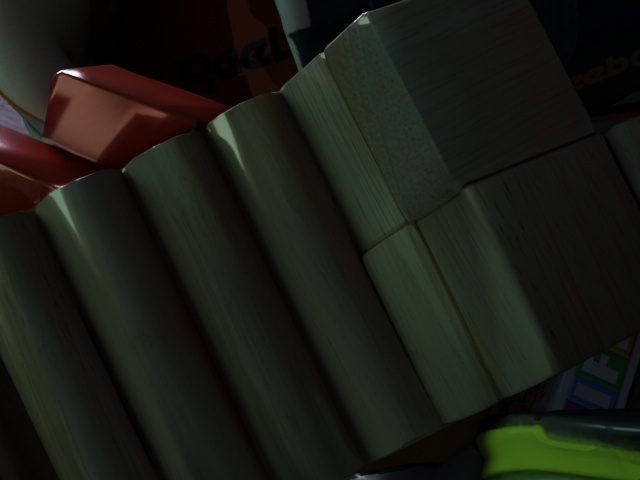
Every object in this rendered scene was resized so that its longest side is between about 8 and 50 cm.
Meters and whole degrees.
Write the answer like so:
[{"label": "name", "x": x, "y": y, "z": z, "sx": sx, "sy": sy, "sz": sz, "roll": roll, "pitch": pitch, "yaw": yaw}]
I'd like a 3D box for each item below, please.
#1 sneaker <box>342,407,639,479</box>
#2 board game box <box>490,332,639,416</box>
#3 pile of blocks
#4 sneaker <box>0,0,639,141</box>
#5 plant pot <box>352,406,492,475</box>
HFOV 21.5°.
[{"label": "sneaker", "x": 0.056, "y": 0.119, "z": 0.436, "sx": 0.300, "sy": 0.111, "sz": 0.121, "roll": 118, "pitch": 156, "yaw": -73}, {"label": "board game box", "x": 0.078, "y": 0.063, "z": 0.663, "sx": 0.154, "sy": 0.026, "sz": 0.103, "roll": 142, "pitch": 150, "yaw": -70}, {"label": "pile of blocks", "x": -0.077, "y": 0.035, "z": 0.407, "sx": 0.362, "sy": 0.113, "sz": 0.149, "roll": -26, "pitch": -6, "yaw": 1}, {"label": "sneaker", "x": 0.057, "y": -0.088, "z": 0.448, "sx": 0.321, "sy": 0.126, "sz": 0.127, "roll": -25, "pitch": -16, "yaw": 18}, {"label": "plant pot", "x": 0.000, "y": 0.000, "z": 0.638, "sx": 0.205, "sy": 0.205, "sz": 0.188, "roll": 156, "pitch": 121, "yaw": -76}]
